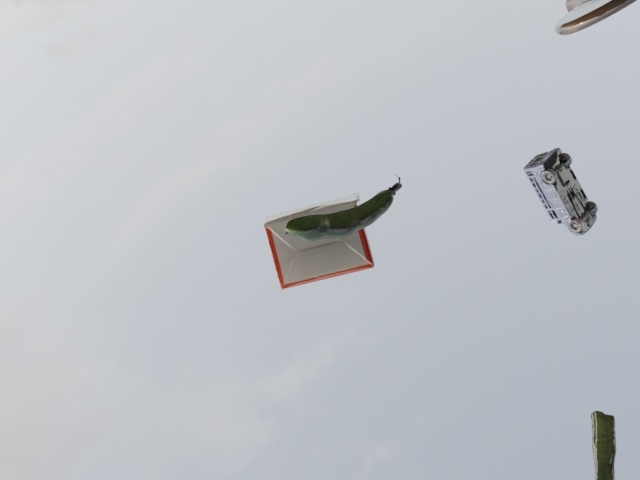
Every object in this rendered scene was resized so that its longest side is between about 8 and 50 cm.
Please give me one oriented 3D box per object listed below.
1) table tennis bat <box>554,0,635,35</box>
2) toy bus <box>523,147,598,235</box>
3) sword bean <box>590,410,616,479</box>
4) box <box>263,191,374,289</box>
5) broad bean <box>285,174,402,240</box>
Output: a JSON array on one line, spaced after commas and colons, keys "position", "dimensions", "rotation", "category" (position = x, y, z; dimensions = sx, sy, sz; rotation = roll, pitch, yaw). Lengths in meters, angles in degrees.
[{"position": [0.212, -0.244, 0.851], "dimensions": [0.108, 0.119, 0.170], "rotation": [-32, -170, 3], "category": "table tennis bat"}, {"position": [0.459, -0.089, 1.960], "dimensions": [0.073, 0.167, 0.076], "rotation": [-41, -162, -35], "category": "toy bus"}, {"position": [0.404, 0.377, 1.457], "dimensions": [0.038, 0.043, 0.269], "rotation": [-8, -116, 30], "category": "sword bean"}, {"position": [0.000, 0.000, 1.864], "dimensions": [0.182, 0.133, 0.099], "rotation": [-16, -167, 4], "category": "box"}, {"position": [0.042, -0.042, 1.705], "dimensions": [0.227, 0.069, 0.039], "rotation": [-25, -151, -23], "category": "broad bean"}]
